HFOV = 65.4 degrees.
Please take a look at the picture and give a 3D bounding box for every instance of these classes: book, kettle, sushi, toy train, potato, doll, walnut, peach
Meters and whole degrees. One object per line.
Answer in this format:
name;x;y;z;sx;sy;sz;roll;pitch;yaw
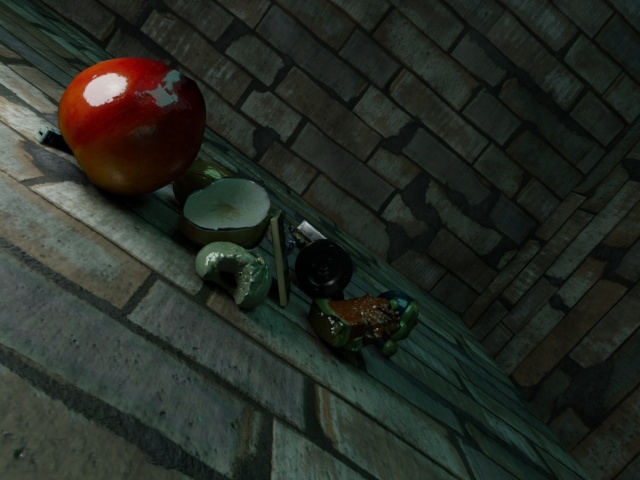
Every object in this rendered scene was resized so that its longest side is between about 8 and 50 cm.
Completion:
book;-0.122;0.049;1.551;0.027;0.263;0.202;-6;11;0
kettle;0.024;0.123;1.904;0.290;0.208;0.268;-98;165;-89
sushi;-0.103;-0.019;2.427;0.264;0.050;0.290;33;10;-28
toy train;-0.695;-0.269;1.409;0.047;0.043;0.207;38;8;25
potato;-0.280;-0.040;1.496;0.247;0.196;0.299;23;36;15
doll;0.265;0.296;1.886;0.186;0.198;0.322;28;16;17
walnut;-0.381;-0.168;1.678;0.226;0.193;0.193;27;13;-24
peach;-0.491;-0.315;1.346;0.388;0.388;0.388;37;10;-7

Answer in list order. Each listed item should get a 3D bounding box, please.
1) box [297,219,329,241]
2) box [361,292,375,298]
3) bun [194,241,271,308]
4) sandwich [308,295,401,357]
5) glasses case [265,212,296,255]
box;0.000;0.000;2.617;0.243;0.067;0.155;41;4;15
box;0.290;0.329;2.248;0.229;0.050;0.123;36;8;-8
bun;-0.218;0.078;1.313;0.213;0.126;0.204;31;10;-33
sandwich;0.113;0.269;1.537;0.302;0.161;0.250;0;14;-25
glasses case;-0.182;-0.032;2.076;0.065;0.086;0.248;23;17;-46
